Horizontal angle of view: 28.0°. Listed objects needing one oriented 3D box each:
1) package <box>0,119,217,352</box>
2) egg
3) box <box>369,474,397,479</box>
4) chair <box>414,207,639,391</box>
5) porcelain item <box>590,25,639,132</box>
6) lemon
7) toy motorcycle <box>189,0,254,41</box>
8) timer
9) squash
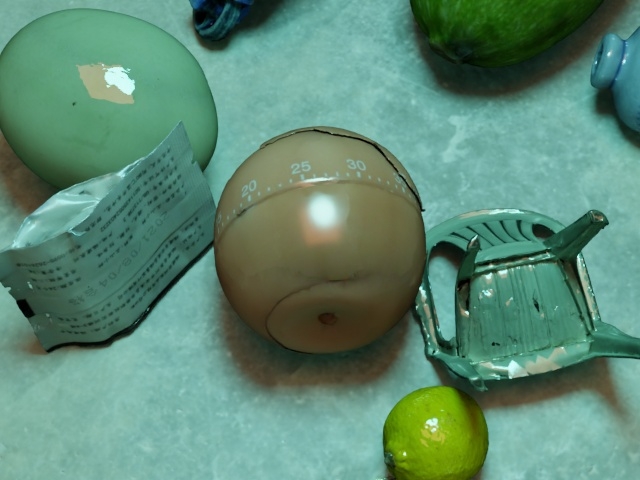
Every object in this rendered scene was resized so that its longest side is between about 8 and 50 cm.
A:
[{"bbox_3d":[-0.217,0.010,1.383,0.251,0.204,0.062,-36,58,-14],"label":"package"},{"bbox_3d":[-0.244,-0.151,1.459,0.269,0.219,0.219,32,67,5],"label":"egg"},{"bbox_3d":[0.073,0.318,1.321,0.073,0.020,0.149,-12,63,-4],"label":"box"},{"bbox_3d":[0.212,0.048,1.367,0.203,0.274,0.191,-11,87,-6],"label":"chair"},{"bbox_3d":[0.450,-0.179,1.513,0.259,0.141,0.141,17,64,-1],"label":"porcelain item"},{"bbox_3d":[0.118,0.206,1.325,0.133,0.109,0.109,-12,59,-36],"label":"lemon"},{"bbox_3d":[-0.105,-0.427,1.587,0.182,0.241,0.319,0,67,-10],"label":"toy motorcycle"},{"bbox_3d":[0.000,0.000,1.370,0.229,0.230,0.215,-3,56,0],"label":"timer"},{"bbox_3d":[0.234,-0.357,1.514,0.310,0.310,0.309,22,67,12],"label":"squash"}]
